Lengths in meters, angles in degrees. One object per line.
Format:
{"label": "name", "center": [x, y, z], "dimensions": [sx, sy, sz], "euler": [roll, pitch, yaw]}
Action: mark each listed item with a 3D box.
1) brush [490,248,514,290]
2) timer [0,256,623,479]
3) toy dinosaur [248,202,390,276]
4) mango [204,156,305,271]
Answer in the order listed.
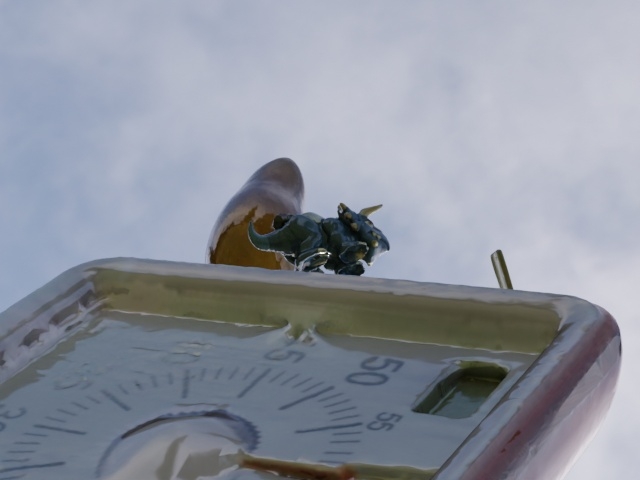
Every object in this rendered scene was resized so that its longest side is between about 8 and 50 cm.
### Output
{"label": "brush", "center": [0.106, 0.045, 0.947], "dimensions": [0.013, 0.016, 0.084], "euler": [-16, -95, -11]}
{"label": "timer", "center": [-0.038, 0.104, 0.648], "dimensions": [0.250, 0.257, 0.161], "euler": [-12, -75, 34]}
{"label": "toy dinosaur", "center": [0.000, 0.000, 1.046], "dimensions": [0.031, 0.083, 0.047], "euler": [103, -31, -41]}
{"label": "mango", "center": [-0.051, -0.002, 1.504], "dimensions": [0.084, 0.184, 0.102], "euler": [12, -56, -4]}
